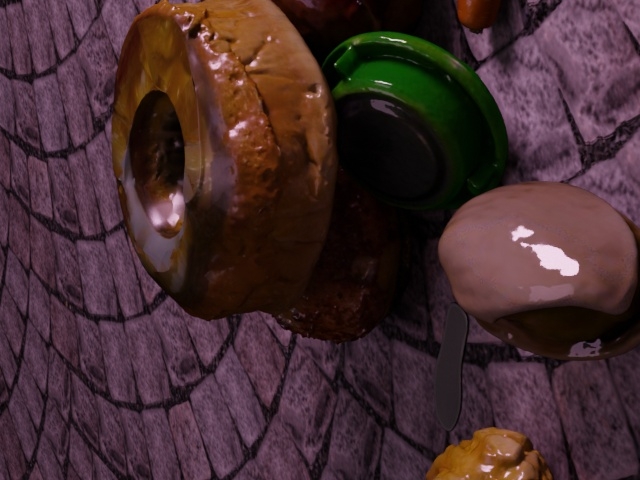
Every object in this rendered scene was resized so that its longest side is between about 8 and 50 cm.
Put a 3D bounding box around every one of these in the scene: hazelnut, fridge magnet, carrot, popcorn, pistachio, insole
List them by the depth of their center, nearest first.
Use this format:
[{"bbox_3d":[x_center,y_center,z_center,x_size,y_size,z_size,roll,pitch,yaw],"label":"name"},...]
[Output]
[{"bbox_3d":[0.201,0.026,1.354,0.238,0.138,0.153,35,95,50],"label":"pistachio"},{"bbox_3d":[0.160,-0.304,1.404,0.043,0.043,0.248,43,133,46],"label":"carrot"},{"bbox_3d":[0.084,-0.109,1.503,0.208,0.088,0.208,24,143,20],"label":"fridge magnet"},{"bbox_3d":[0.166,0.263,1.508,0.148,0.152,0.167,10,112,38],"label":"popcorn"},{"bbox_3d":[0.016,-0.243,1.559,0.201,0.160,0.170,-56,51,37],"label":"hazelnut"},{"bbox_3d":[0.138,0.134,1.639,0.053,0.002,0.152,43,136,47],"label":"insole"}]

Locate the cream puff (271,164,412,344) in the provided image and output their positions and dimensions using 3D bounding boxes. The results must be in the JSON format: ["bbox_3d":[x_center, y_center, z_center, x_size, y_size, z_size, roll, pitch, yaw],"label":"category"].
[{"bbox_3d":[0.000,0.001,1.685,0.240,0.164,0.240,30,128,47],"label":"cream puff"}]

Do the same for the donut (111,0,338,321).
[{"bbox_3d":[-0.105,-0.080,1.536,0.330,0.160,0.330,21,117,47],"label":"donut"}]
